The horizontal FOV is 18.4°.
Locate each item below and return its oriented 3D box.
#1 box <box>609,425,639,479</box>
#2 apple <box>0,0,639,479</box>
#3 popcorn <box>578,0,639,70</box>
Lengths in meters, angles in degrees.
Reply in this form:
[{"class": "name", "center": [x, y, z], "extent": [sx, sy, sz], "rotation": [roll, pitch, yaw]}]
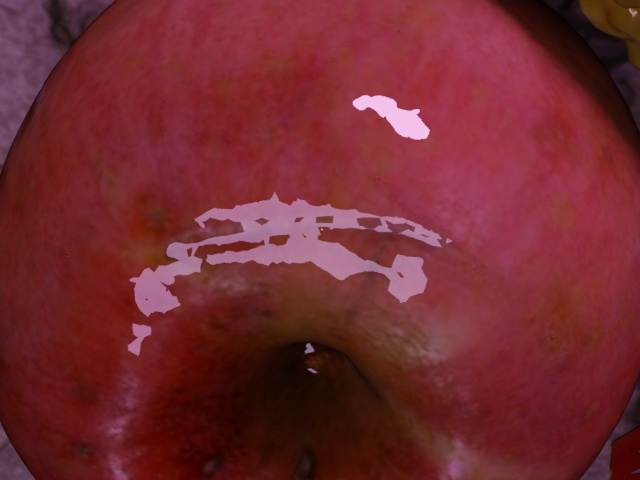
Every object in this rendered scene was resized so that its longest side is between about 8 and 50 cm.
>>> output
[{"class": "box", "center": [0.236, 0.125, 1.215], "extent": [0.133, 0.090, 0.023], "rotation": [-35, 106, 25]}, {"class": "apple", "center": [0.000, 0.000, 1.073], "extent": [0.363, 0.364, 0.364], "rotation": [5, 117, 9]}, {"class": "popcorn", "center": [0.212, -0.201, 0.992], "extent": [0.252, 0.215, 0.286], "rotation": [-37, 109, -8]}]
